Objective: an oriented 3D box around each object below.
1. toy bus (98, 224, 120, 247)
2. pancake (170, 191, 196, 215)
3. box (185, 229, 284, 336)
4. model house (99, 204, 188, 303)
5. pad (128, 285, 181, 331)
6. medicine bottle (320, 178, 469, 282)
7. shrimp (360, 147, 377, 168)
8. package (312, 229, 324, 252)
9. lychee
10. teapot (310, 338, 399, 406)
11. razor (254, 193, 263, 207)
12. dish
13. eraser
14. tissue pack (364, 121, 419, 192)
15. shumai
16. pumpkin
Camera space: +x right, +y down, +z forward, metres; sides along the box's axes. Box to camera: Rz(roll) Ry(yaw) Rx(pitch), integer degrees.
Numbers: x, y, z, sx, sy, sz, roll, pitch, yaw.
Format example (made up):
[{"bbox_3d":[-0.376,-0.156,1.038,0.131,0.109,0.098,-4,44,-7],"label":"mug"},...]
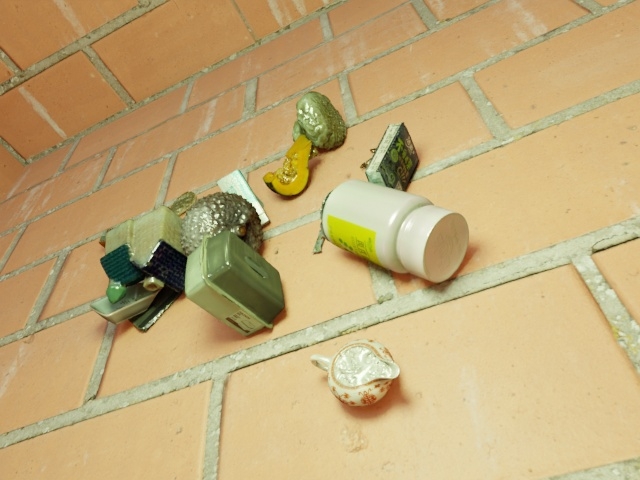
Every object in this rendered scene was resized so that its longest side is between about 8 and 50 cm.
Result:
[{"bbox_3d":[-0.768,-0.015,2.096,0.408,0.093,0.092,-4,54,32],"label":"toy bus"},{"bbox_3d":[-0.610,-0.158,2.193,0.151,0.025,0.152,-18,41,17],"label":"pancake"},{"bbox_3d":[-0.244,0.122,1.435,0.166,0.290,0.221,-36,36,15],"label":"box"},{"bbox_3d":[-0.595,0.081,1.720,0.298,0.243,0.284,-28,42,16],"label":"model house"},{"bbox_3d":[-0.587,0.213,1.786,0.174,0.022,0.233,16,57,45],"label":"pad"},{"bbox_3d":[0.193,-0.034,1.356,0.213,0.214,0.378,-47,40,-18],"label":"medicine bottle"},{"bbox_3d":[0.188,-0.300,1.796,0.127,0.025,0.091,-33,38,-7],"label":"shrimp"},{"bbox_3d":[0.000,0.000,1.613,0.037,0.015,0.110,-13,41,31],"label":"package"},{"bbox_3d":[-0.336,-0.017,1.649,0.299,0.300,0.300,-19,40,17],"label":"lychee"},{"bbox_3d":[0.083,0.304,1.156,0.245,0.116,0.159,-2,60,29],"label":"teapot"},{"bbox_3d":[-0.336,-0.144,1.952,0.231,0.106,0.068,-8,43,41],"label":"razor"},{"bbox_3d":[-0.663,0.220,1.739,0.154,0.064,0.234,11,29,43],"label":"dish"},{"bbox_3d":[-0.280,-0.141,1.811,0.095,0.225,0.052,-32,-6,1],"label":"eraser"},{"bbox_3d":[0.230,-0.235,1.580,0.073,0.173,0.236,3,51,35],"label":"tissue pack"},{"bbox_3d":[-0.041,-0.448,1.960,0.221,0.260,0.225,-20,72,24],"label":"shumai"},{"bbox_3d":[-0.095,-0.268,1.867,0.248,0.126,0.131,-49,25,-6],"label":"pumpkin"}]
